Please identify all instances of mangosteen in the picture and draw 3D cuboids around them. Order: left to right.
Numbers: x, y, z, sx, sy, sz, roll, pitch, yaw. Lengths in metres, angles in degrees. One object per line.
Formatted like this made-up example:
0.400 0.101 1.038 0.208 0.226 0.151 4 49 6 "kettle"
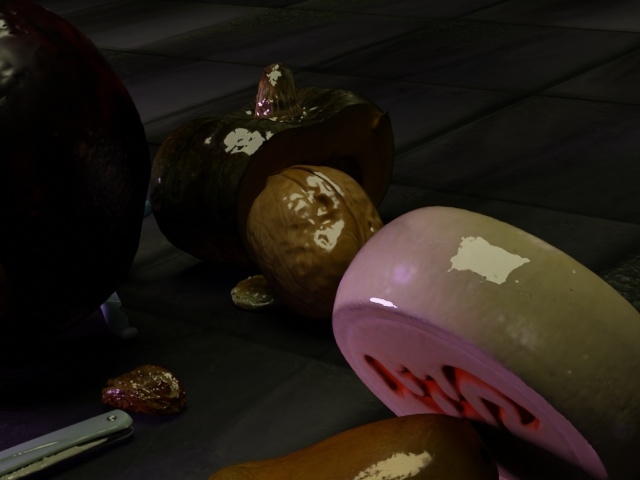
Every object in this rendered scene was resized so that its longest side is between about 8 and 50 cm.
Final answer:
-0.357 -0.035 1.366 0.381 0.421 0.381 16 -3 1 "mangosteen"

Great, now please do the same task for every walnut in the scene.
0.000 0.000 1.467 0.144 0.144 0.180 -20 66 -37 "walnut"

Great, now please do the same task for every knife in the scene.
-0.234 0.185 1.201 0.162 0.023 0.044 -18 22 -33 "knife"
-0.233 0.071 1.535 0.028 0.015 0.210 -16 20 -13 "knife"

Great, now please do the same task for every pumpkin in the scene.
-0.050 -0.097 1.649 0.317 0.221 0.139 -20 31 -41 "pumpkin"

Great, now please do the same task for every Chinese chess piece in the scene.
0.134 0.091 1.037 0.273 0.273 0.102 16 62 46 "Chinese chess piece"

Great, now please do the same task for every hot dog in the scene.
-0.166 0.141 1.292 0.083 0.035 0.058 7 19 30 "hot dog"

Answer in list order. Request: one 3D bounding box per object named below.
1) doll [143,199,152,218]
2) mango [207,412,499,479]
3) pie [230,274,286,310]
-0.347 -0.018 1.631 0.314 0.141 0.177 -6 19 12 "doll"
0.019 0.190 1.023 0.227 0.099 0.136 -10 23 10 "mango"
-0.056 0.056 1.528 0.084 0.020 0.084 -4 20 2 "pie"
